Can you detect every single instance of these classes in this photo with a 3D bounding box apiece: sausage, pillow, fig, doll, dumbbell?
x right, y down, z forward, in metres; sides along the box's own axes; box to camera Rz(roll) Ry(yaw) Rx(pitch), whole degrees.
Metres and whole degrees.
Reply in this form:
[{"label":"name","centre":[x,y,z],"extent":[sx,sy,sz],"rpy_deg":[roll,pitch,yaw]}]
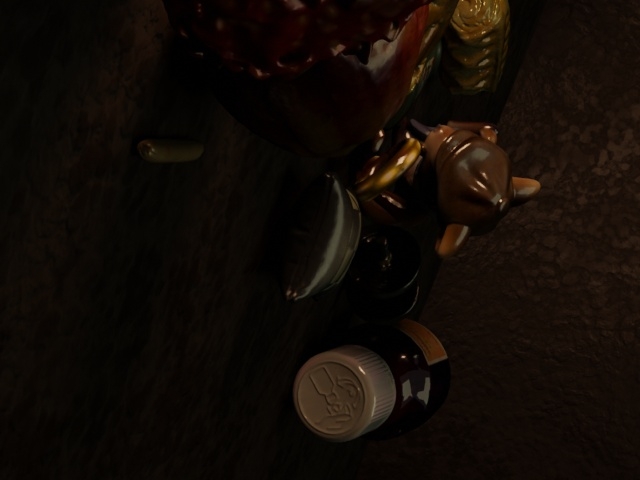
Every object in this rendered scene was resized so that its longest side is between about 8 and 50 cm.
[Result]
[{"label":"sausage","centre":[-0.142,-0.085,1.117],"extent":[0.132,0.024,0.024],"rpy_deg":[-20,131,-75]},{"label":"pillow","centre":[0.000,0.000,1.675],"extent":[0.250,0.106,0.186],"rpy_deg":[23,85,-82]},{"label":"fig","centre":[-0.006,-0.194,1.099],"extent":[0.224,0.224,0.263],"rpy_deg":[-54,165,-47]},{"label":"doll","centre":[0.187,-0.117,1.914],"extent":[0.340,0.318,0.209],"rpy_deg":[-134,-159,-69]},{"label":"dumbbell","centre":[0.116,0.064,2.187],"extent":[0.325,0.143,0.143],"rpy_deg":[81,33,-67]}]

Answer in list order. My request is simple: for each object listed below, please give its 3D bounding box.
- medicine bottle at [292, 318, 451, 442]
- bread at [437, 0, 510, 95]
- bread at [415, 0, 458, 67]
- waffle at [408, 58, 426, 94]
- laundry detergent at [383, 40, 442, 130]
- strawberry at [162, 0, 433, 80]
[{"label":"medicine bottle","centre":[0.102,0.273,2.286],"extent":[0.242,0.243,0.395],"rpy_deg":[-69,161,5]},{"label":"bread","centre":[0.287,-0.384,2.196],"extent":[0.152,0.130,0.267],"rpy_deg":[-59,164,-19]},{"label":"bread","centre":[0.092,-0.332,1.376],"extent":[0.333,0.160,0.333],"rpy_deg":[20,90,-76]},{"label":"waffle","centre":[0.130,-0.313,1.643],"extent":[0.291,0.051,0.291],"rpy_deg":[-171,-90,-86]},{"label":"laundry detergent","centre":[0.139,-0.270,1.884],"extent":[0.144,0.078,0.221],"rpy_deg":[-64,175,36]},{"label":"strawberry","centre":[-0.041,-0.270,0.755],"extent":[0.343,0.292,0.292],"rpy_deg":[39,72,-59]}]
